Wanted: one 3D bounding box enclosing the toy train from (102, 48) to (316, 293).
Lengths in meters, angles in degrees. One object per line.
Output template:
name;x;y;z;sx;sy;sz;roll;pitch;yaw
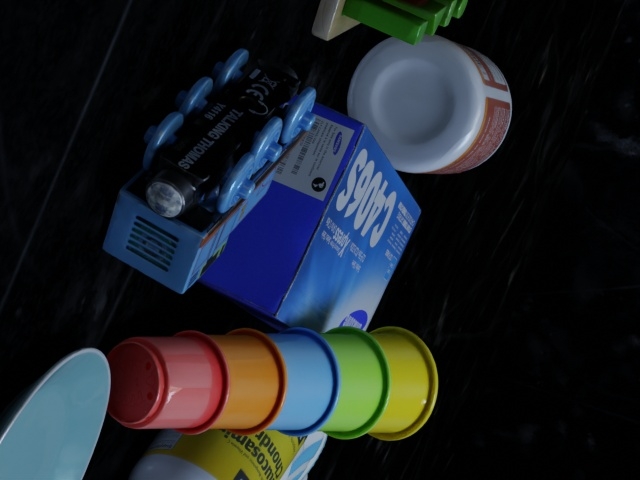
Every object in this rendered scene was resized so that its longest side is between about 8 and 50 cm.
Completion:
toy train;-0.069;-0.051;1.164;0.184;0.080;0.105;-52;170;-52

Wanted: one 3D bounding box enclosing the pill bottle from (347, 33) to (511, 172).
pill bottle;0.106;-0.120;1.604;0.121;0.121;0.216;-67;166;7

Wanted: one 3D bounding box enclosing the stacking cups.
stacking cups;-0.042;0.109;1.345;0.316;0.096;0.096;5;111;-50

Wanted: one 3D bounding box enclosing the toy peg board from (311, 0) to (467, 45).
toy peg board;0.078;-0.235;1.390;0.161;0.079;0.161;-40;151;-62

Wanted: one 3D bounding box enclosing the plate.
plate;-0.192;0.150;1.140;0.188;0.024;0.188;-59;166;-25

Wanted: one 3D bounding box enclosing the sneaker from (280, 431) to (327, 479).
sneaker;-0.057;0.190;1.593;0.229;0.087;0.092;-62;164;-23

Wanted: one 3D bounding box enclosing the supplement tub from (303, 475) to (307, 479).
supplement tub;-0.058;0.260;1.739;0.071;0.071;0.107;-39;150;-62

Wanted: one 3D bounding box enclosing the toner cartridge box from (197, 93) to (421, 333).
toner cartridge box;0.000;0.000;1.505;0.165;0.075;0.348;-64;167;-4

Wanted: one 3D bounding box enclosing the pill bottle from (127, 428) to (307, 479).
pill bottle;-0.090;0.186;1.419;0.184;0.103;0.103;-55;163;-40
